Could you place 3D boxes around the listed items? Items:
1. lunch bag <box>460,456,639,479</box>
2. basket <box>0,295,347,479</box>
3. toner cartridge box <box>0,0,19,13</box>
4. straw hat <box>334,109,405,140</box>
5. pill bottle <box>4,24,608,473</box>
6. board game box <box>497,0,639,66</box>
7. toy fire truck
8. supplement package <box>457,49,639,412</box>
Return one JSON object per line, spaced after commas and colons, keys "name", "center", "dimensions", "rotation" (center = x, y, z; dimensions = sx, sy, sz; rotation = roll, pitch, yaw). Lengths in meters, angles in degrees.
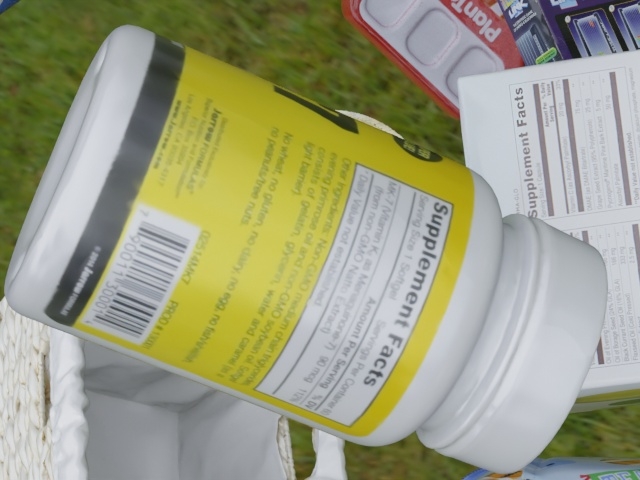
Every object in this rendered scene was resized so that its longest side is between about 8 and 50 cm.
{"name": "lunch bag", "center": [0.197, 0.250, 1.045], "dimensions": [0.303, 0.115, 0.243], "rotation": [-1, 88, 11]}
{"name": "basket", "center": [-0.181, 0.209, 1.815], "dimensions": [0.266, 0.331, 0.328], "rotation": [-39, 45, 37]}
{"name": "toner cartridge box", "center": [-0.196, -0.266, 1.106], "dimensions": [0.165, 0.348, 0.075], "rotation": [-39, 78, -18]}
{"name": "straw hat", "center": [0.000, 0.000, 0.973], "dimensions": [0.144, 0.061, 0.144], "rotation": [4, 100, 24]}
{"name": "pill bottle", "center": [-0.004, 0.009, 0.689], "dimensions": [0.208, 0.119, 0.119], "rotation": [23, 92, -13]}
{"name": "board game box", "center": [0.240, -0.155, 1.414], "dimensions": [0.048, 0.170, 0.141], "rotation": [-40, 70, 58]}
{"name": "toy fire truck", "center": [0.196, -0.211, 1.704], "dimensions": [0.302, 0.169, 0.254], "rotation": [42, 85, -20]}
{"name": "supplement package", "center": [0.238, -0.006, 1.107], "dimensions": [0.263, 0.199, 0.198], "rotation": [-8, 80, 13]}
